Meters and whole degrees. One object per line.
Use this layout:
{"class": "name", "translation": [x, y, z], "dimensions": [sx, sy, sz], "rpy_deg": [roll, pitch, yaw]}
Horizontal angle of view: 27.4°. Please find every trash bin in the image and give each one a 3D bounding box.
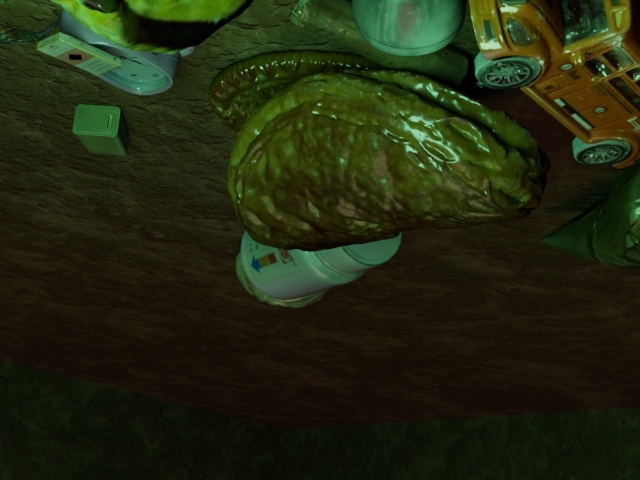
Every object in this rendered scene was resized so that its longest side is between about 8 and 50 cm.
{"class": "trash bin", "translation": [-0.295, -0.147, 1.779], "dimensions": [0.061, 0.043, 0.092], "rpy_deg": [4, 164, 4]}

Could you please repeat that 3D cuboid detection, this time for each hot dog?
{"class": "hot dog", "translation": [0.076, -0.091, 1.523], "dimensions": [0.388, 0.174, 0.267], "rpy_deg": [-8, 162, 35]}

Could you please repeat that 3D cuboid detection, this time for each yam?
{"class": "yam", "translation": [0.067, -0.220, 1.427], "dimensions": [0.241, 0.056, 0.057], "rpy_deg": [16, 160, -36]}

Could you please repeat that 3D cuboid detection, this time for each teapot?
{"class": "teapot", "translation": [0.075, -0.260, 1.256], "dimensions": [0.111, 0.149, 0.108], "rpy_deg": [-30, 152, -16]}

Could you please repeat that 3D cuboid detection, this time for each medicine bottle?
{"class": "medicine bottle", "translation": [0.000, 0.000, 1.985], "dimensions": [0.152, 0.152, 0.254], "rpy_deg": [16, 159, -31]}

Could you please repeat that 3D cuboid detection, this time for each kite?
{"class": "kite", "translation": [-0.396, -0.252, 1.523], "dimensions": [0.183, 0.010, 0.160], "rpy_deg": [16, 160, -30]}

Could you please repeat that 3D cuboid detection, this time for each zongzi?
{"class": "zongzi", "translation": [0.407, -0.029, 1.827], "dimensions": [0.274, 0.125, 0.251], "rpy_deg": [3, 165, 27]}

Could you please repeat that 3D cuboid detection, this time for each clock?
{"class": "clock", "translation": [-0.219, -0.220, 1.503], "dimensions": [0.110, 0.050, 0.153], "rpy_deg": [-8, 158, 36]}

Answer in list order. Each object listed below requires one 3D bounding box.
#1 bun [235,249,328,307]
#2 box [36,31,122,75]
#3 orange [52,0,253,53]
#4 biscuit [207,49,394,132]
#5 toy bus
{"class": "bun", "translation": [-0.062, 0.066, 2.297], "dimensions": [0.183, 0.102, 0.183], "rpy_deg": [4, 160, 1]}
{"class": "box", "translation": [-0.267, -0.207, 1.454], "dimensions": [0.083, 0.012, 0.046], "rpy_deg": [21, 157, -40]}
{"class": "orange", "translation": [-0.144, -0.303, 0.908], "dimensions": [0.210, 0.271, 0.368], "rpy_deg": [33, 172, 24]}
{"class": "biscuit", "translation": [0.009, -0.160, 1.650], "dimensions": [0.305, 0.038, 0.305], "rpy_deg": [5, 163, 1]}
{"class": "toy bus", "translation": [0.268, -0.195, 1.306], "dimensions": [0.153, 0.143, 0.329], "rpy_deg": [-18, 152, 31]}
